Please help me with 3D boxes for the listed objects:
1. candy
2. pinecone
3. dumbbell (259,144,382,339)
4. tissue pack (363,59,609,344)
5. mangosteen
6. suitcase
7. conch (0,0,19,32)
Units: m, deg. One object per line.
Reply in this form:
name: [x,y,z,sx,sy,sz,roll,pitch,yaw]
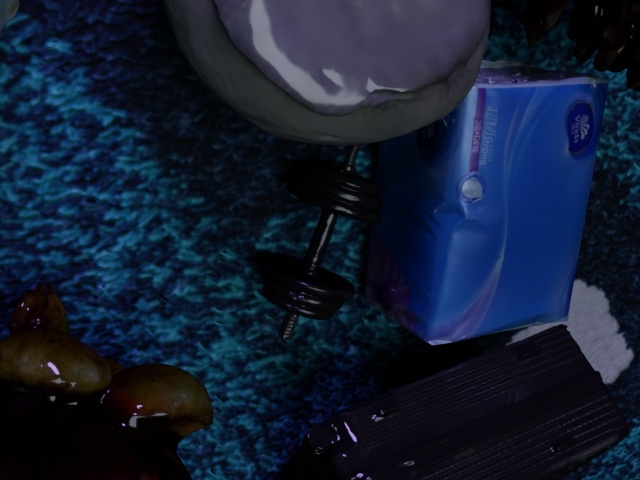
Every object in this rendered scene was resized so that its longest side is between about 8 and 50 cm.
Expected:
candy: [0.005,-0.213,0.761,0.296,0.185,0.295,-1,93,-24]
pinecone: [0.294,-0.266,0.863,0.309,0.244,0.244,40,85,8]
dumbbell: [0.000,0.000,0.896,0.099,0.099,0.208,14,102,-33]
tissue pack: [0.166,-0.046,0.946,0.198,0.146,0.263,-7,112,-29]
mangosteen: [-0.236,0.211,0.742,0.307,0.307,0.346,24,69,-34]
suitcase: [0.129,0.238,0.975,0.335,0.152,0.229,-16,157,-25]
conch: [-0.324,-0.223,0.524,0.303,0.215,0.319,43,75,-2]
